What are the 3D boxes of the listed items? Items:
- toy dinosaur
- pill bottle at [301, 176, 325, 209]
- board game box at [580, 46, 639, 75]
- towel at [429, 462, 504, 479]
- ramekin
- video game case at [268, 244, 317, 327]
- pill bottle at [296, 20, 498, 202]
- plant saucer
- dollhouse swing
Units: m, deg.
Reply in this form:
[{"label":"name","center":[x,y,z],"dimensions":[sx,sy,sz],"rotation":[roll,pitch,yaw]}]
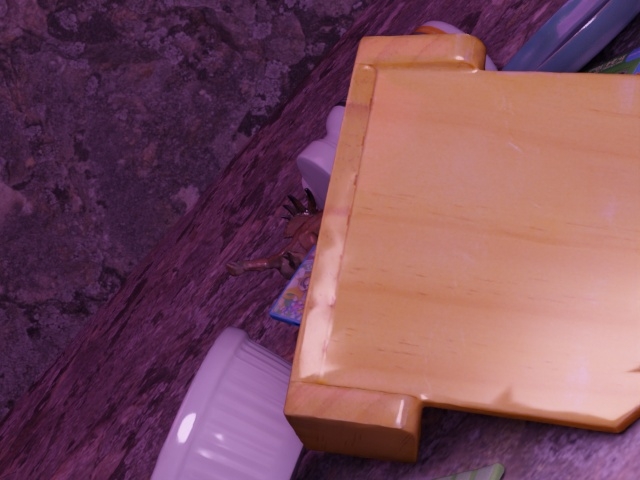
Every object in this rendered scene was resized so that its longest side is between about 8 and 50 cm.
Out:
[{"label":"toy dinosaur","center":[0.000,0.000,1.828],"dimensions":[0.296,0.127,0.200],"rotation":[-18,28,55]},{"label":"pill bottle","center":[0.069,-0.136,1.946],"dimensions":[0.215,0.117,0.117],"rotation":[-41,17,32]},{"label":"board game box","center":[0.287,-0.114,1.399],"dimensions":[0.211,0.039,0.160],"rotation":[-57,16,-21]},{"label":"towel","center":[0.098,0.264,1.072],"dimensions":[0.113,0.023,0.152],"rotation":[-27,25,52]},{"label":"ramekin","center":[-0.090,0.236,1.323],"dimensions":[0.273,0.127,0.272],"rotation":[21,-90,-86]},{"label":"video game case","center":[0.024,0.069,1.621],"dimensions":[0.166,0.015,0.119],"rotation":[14,61,41]},{"label":"pill bottle","center":[0.109,-0.160,1.731],"dimensions":[0.278,0.162,0.162],"rotation":[-44,13,-13]},{"label":"plant saucer","center":[0.328,-0.269,1.571],"dimensions":[0.317,0.044,0.317],"rotation":[-45,7,7]},{"label":"dollhouse swing","center":[0.154,0.027,1.132],"dimensions":[0.315,0.305,0.346],"rotation":[75,-155,-72]}]
